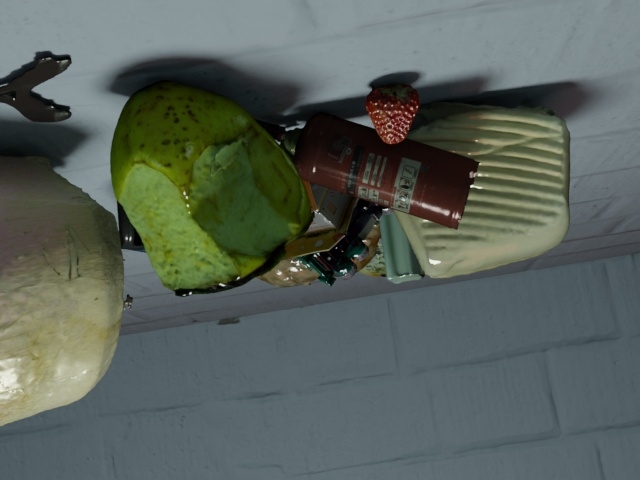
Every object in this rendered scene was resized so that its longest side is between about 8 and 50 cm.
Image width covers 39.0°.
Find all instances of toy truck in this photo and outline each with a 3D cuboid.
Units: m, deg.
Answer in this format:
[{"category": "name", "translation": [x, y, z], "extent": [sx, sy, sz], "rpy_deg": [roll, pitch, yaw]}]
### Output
[{"category": "toy truck", "translation": [0.032, -0.034, 1.591], "extent": [0.110, 0.216, 0.116], "rpy_deg": [45, 162, -32]}]

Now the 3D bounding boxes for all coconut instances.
[{"category": "coconut", "translation": [-0.494, 0.070, 1.240], "extent": [0.404, 0.405, 0.404], "rpy_deg": [-8, 169, -2]}]

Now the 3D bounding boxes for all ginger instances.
[{"category": "ginger", "translation": [0.000, 0.000, 1.834], "extent": [0.256, 0.176, 0.375], "rpy_deg": [-27, 161, 31]}]

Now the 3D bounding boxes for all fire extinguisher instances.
[{"category": "fire extinguisher", "translation": [0.050, -0.113, 1.276], "extent": [0.336, 0.107, 0.147], "rpy_deg": [17, -175, 7]}]

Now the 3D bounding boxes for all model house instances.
[{"category": "model house", "translation": [-0.049, -0.088, 1.510], "extent": [0.219, 0.207, 0.136], "rpy_deg": [-9, 137, 43]}]

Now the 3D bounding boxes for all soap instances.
[{"category": "soap", "translation": [0.153, -0.020, 1.774], "extent": [0.063, 0.199, 0.114], "rpy_deg": [-10, 172, 11]}]

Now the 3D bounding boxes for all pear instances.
[{"category": "pear", "translation": [-0.134, -0.096, 1.149], "extent": [0.164, 0.256, 0.238], "rpy_deg": [-9, -153, 37]}]

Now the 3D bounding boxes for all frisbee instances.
[{"category": "frisbee", "translation": [-0.347, -0.176, 1.042], "extent": [0.187, 0.012, 0.211], "rpy_deg": [-17, 166, 35]}]

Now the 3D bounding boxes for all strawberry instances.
[{"category": "strawberry", "translation": [0.097, -0.174, 1.228], "extent": [0.073, 0.083, 0.073], "rpy_deg": [1, -150, -1]}]

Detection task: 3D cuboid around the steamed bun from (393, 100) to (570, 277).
[{"category": "steamed bun", "translation": [0.250, -0.089, 1.461], "extent": [0.290, 0.274, 0.272], "rpy_deg": [-6, -174, 8]}]

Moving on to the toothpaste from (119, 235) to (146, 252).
[{"category": "toothpaste", "translation": [-0.395, 0.006, 1.912], "extent": [0.057, 0.035, 0.197], "rpy_deg": [-21, 162, 28]}]

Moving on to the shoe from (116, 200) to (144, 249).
[{"category": "shoe", "translation": [-0.301, -0.036, 1.576], "extent": [0.093, 0.108, 0.241], "rpy_deg": [-4, 176, -7]}]

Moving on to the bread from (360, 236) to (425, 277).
[{"category": "bread", "translation": [0.152, 0.012, 2.116], "extent": [0.156, 0.158, 0.260], "rpy_deg": [-2, 174, 25]}]
